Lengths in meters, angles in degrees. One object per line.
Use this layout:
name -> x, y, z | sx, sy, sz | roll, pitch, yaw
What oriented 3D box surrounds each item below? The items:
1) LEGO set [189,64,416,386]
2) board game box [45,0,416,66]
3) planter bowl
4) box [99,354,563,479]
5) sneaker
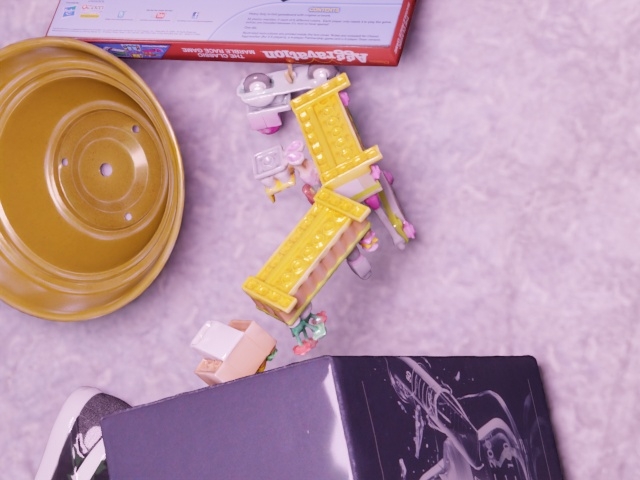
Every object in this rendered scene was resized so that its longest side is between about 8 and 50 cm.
LEGO set -> 0.000, 0.000, 1.369 | 0.132, 0.107, 0.287 | -10, 51, 22
board game box -> -0.060, -0.199, 1.447 | 0.281, 0.027, 0.145 | 4, 61, 22
planter bowl -> -0.184, -0.051, 1.490 | 0.217, 0.090, 0.217 | 3, 98, 21
box -> 0.042, 0.258, 1.259 | 0.179, 0.312, 0.343 | -17, 79, 28
sneaker -> -0.173, 0.233, 1.493 | 0.121, 0.079, 0.217 | 21, 97, 20
